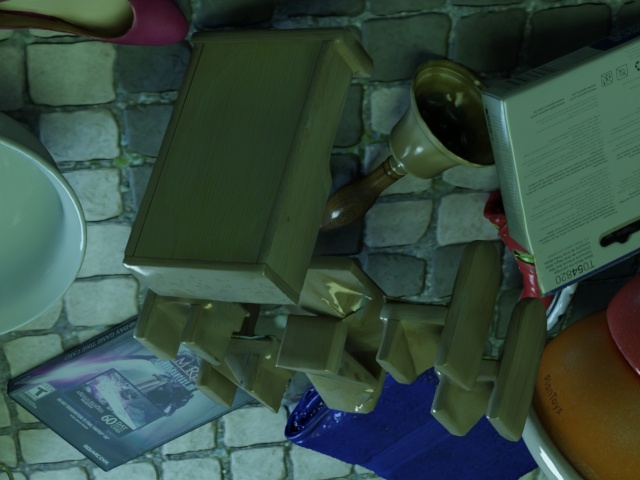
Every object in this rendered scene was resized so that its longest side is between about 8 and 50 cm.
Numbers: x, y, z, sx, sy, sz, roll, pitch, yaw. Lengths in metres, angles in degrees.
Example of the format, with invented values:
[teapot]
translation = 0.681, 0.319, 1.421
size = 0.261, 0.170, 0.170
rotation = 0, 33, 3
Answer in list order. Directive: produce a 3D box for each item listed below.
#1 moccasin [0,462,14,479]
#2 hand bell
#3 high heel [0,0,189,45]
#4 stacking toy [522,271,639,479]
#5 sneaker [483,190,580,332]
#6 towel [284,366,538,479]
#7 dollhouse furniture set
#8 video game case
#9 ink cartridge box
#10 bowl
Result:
[moccasin]
translation = -0.442, 0.296, 2.009
size = 0.147, 0.139, 0.380
rotation = 9, 124, -7
[hand bell]
translation = 0.072, -0.072, 1.753
size = 0.126, 0.126, 0.242
rotation = 22, 139, -29
[high heel]
translation = -0.229, -0.205, 1.536
size = 0.244, 0.117, 0.082
rotation = 22, 128, -28
[stacking toy]
translation = 0.454, 0.087, 1.738
size = 0.351, 0.350, 0.480
rotation = 18, 121, -26
[sneaker]
translation = 0.236, -0.013, 1.849
size = 0.118, 0.107, 0.279
rotation = 11, 132, 5
[towel]
translation = 0.137, 0.220, 2.072
size = 0.308, 0.076, 0.228
rotation = 27, 132, -33
[dollhouse furniture set]
translation = 0.000, 0.000, 1.686
size = 0.362, 0.256, 0.394
rotation = 3, 155, 30
[video game case]
translation = -0.201, 0.168, 1.988
size = 0.274, 0.026, 0.196
rotation = -26, 134, 18
[ink cartridge box]
translation = 0.280, -0.085, 1.694
size = 0.223, 0.045, 0.224
rotation = -24, 116, -20
[bowl]
translation = -0.380, -0.042, 1.665
size = 0.298, 0.134, 0.298
rotation = -5, 135, -5
